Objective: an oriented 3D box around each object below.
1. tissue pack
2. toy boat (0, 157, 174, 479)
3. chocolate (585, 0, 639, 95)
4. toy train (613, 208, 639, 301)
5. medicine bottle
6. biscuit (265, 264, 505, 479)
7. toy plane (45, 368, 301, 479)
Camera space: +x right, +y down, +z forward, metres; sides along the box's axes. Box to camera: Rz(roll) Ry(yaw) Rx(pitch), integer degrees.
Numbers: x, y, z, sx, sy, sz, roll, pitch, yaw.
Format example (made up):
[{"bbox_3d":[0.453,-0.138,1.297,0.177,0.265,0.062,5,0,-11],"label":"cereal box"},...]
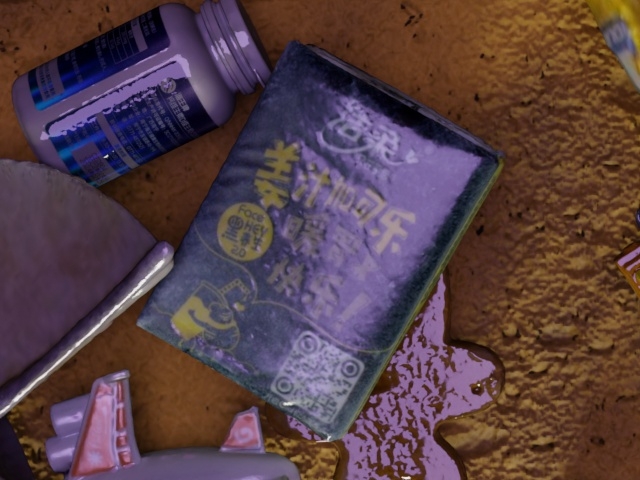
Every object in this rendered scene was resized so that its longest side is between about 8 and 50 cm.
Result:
[{"bbox_3d":[0.000,0.000,1.234,0.185,0.081,0.257,31,99,7],"label":"tissue pack"},{"bbox_3d":[-0.273,0.053,1.269,0.276,0.111,0.293,36,102,19],"label":"toy boat"},{"bbox_3d":[0.328,-0.076,1.156,0.162,0.162,0.445,-24,77,5],"label":"chocolate"},{"bbox_3d":[0.312,0.065,1.236,0.089,0.127,0.219,-33,91,5],"label":"toy train"},{"bbox_3d":[-0.137,-0.120,1.268,0.191,0.107,0.107,-26,91,5],"label":"medicine bottle"},{"bbox_3d":[0.050,0.103,1.297,0.197,0.049,0.301,-10,91,14],"label":"biscuit"},{"bbox_3d":[-0.132,0.221,1.283,0.245,0.117,0.244,0,94,3],"label":"toy plane"}]
